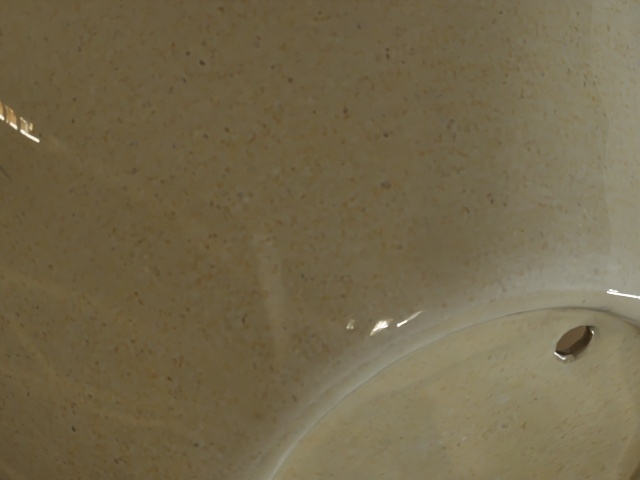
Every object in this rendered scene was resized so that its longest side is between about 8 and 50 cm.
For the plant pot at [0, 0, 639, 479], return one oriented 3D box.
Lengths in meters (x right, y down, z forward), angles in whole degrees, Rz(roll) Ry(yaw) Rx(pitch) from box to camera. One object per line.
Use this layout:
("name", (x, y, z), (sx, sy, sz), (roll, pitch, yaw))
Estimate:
("plant pot", (0.000, 0.000, 0.496), (0.284, 0.284, 0.191), (6, -143, -34))
